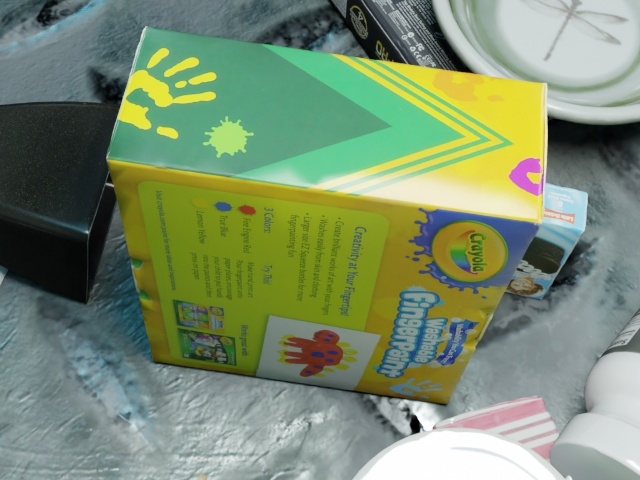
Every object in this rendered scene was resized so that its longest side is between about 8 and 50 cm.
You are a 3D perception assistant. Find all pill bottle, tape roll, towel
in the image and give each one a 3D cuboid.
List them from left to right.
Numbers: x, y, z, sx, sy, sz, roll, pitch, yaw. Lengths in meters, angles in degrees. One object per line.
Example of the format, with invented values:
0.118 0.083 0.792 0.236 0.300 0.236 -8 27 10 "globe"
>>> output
0.147 0.345 1.012 0.286 0.100 0.286 -1 66 3 "tape roll"
0.224 0.287 1.113 0.144 0.029 0.197 -13 66 -10 "towel"
0.433 0.160 1.089 0.210 0.210 0.363 39 65 16 "pill bottle"

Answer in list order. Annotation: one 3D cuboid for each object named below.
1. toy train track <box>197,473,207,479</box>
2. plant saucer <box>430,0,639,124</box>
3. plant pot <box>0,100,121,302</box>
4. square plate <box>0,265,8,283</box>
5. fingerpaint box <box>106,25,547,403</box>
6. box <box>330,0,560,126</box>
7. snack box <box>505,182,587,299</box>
-0.125 0.296 1.091 0.083 0.014 0.048 21 55 1 "toy train track"
0.336 -0.305 1.297 0.401 0.100 0.400 2 62 -5 "plant saucer"
-0.336 -0.059 1.154 0.167 0.188 0.187 14 61 -8 "plant pot"
-0.559 -0.010 1.208 0.347 0.049 0.344 16 61 5 "square plate"
0.000 0.000 1.015 0.371 0.444 0.163 8 60 1 "fingerpaint box"
0.222 -0.329 1.408 0.318 0.097 0.395 -27 67 -15 "box"
0.142 -0.024 1.184 0.322 0.187 0.060 13 62 3 "snack box"
